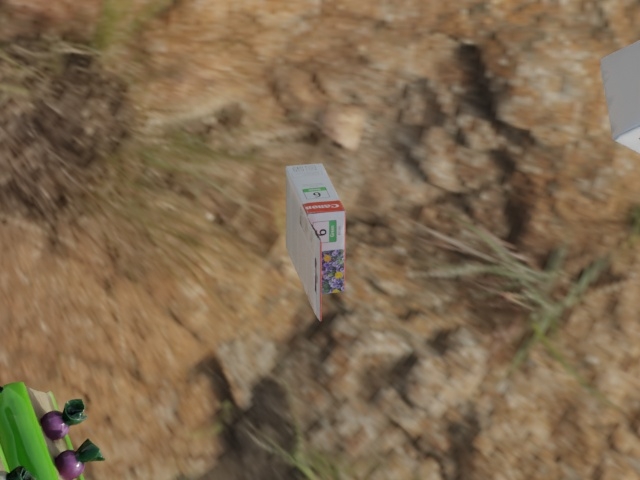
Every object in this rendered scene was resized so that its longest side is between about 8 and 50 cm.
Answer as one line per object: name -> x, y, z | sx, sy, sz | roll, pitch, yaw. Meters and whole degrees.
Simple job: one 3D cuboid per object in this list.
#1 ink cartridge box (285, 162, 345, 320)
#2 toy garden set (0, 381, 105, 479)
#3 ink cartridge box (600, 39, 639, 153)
ink cartridge box -> 0.000, 0.000, 1.337 | 0.029, 0.115, 0.063 | -6, 118, -11
toy garden set -> -0.168, 0.125, 0.950 | 0.049, 0.204, 0.244 | -36, 147, 17
ink cartridge box -> 0.338, -0.126, 1.566 | 0.139, 0.190, 0.082 | 21, 53, -43
